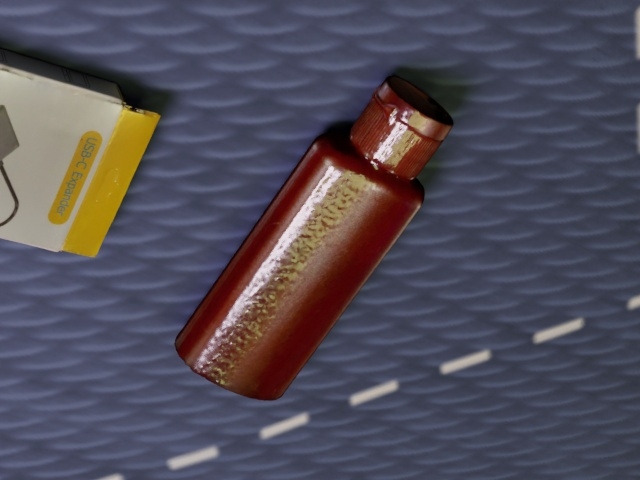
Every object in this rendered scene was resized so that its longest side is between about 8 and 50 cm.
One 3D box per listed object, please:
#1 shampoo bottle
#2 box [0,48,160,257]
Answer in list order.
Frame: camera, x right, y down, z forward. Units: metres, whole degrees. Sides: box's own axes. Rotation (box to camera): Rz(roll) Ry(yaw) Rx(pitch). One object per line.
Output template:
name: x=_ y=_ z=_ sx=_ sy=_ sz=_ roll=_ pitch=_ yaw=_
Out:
shampoo bottle: x=0.000 y=0.000 z=1.042 sx=0.102 sy=0.064 sz=0.260 roll=23 pitch=114 yaw=-30
box: x=-0.243 y=-0.070 z=0.930 sx=0.247 sy=0.033 sz=0.129 roll=16 pitch=116 yaw=-28
